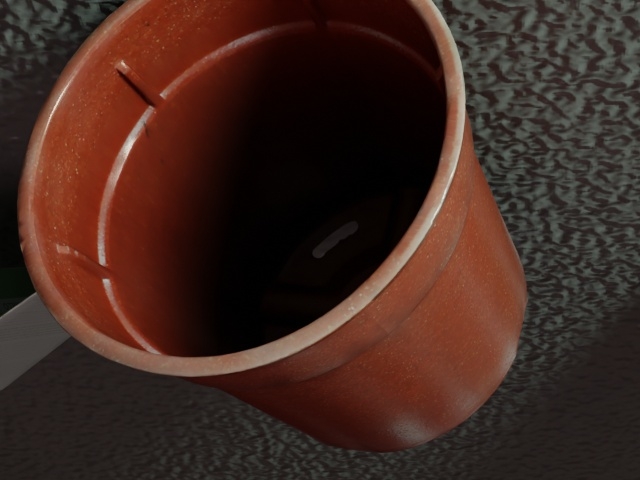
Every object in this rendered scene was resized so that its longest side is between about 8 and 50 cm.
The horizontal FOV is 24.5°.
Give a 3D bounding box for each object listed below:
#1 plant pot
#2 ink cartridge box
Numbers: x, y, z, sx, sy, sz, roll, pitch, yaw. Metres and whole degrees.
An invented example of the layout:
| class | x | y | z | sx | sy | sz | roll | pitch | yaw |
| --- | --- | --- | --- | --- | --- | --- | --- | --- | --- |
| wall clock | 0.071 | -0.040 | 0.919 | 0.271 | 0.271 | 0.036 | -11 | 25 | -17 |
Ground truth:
| class | x | y | z | sx | sy | sz | roll | pitch | yaw |
| --- | --- | --- | --- | --- | --- | --- | --- | --- | --- |
| plant pot | 0.000 | 0.000 | 0.920 | 0.272 | 0.272 | 0.265 | -13 | 151 | 19 |
| ink cartridge box | -0.210 | 0.041 | 1.077 | 0.235 | 0.056 | 0.171 | -38 | 169 | 15 |
